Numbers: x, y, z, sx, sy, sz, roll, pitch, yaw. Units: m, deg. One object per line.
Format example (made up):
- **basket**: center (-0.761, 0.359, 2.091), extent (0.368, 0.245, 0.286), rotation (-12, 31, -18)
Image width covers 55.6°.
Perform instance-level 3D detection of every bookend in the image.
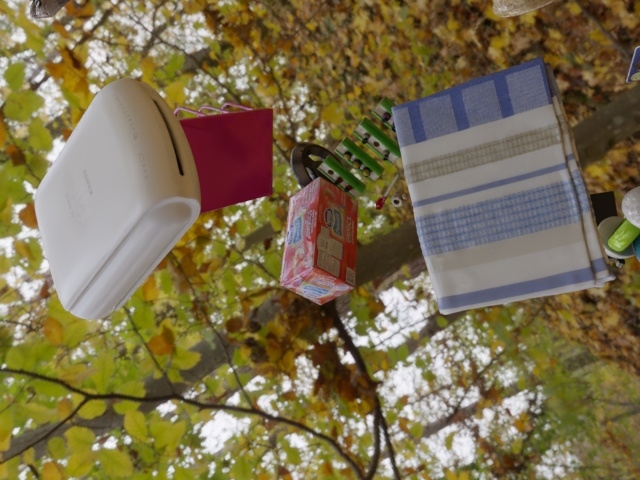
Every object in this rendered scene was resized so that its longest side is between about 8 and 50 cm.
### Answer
- **bookend**: center (0.557, -0.013, 1.304), extent (0.072, 0.156, 0.157), rotation (21, -118, -66)

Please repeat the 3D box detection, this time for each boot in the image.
- **boot**: center (-0.472, -0.443, 1.065), extent (0.042, 0.087, 0.118), rotation (46, -143, -54)

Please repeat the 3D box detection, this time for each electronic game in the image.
- **electronic game**: center (0.004, -0.193, 1.791), extent (0.229, 0.048, 0.229), rotation (27, -136, -30)

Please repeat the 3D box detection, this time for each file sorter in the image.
- **file sorter**: center (-0.272, -0.191, 1.348), extent (0.182, 0.202, 0.290), rotation (21, -151, 39)

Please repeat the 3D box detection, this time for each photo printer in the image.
- **photo printer**: center (-0.305, -0.068, 0.908), extent (0.107, 0.307, 0.256), rotation (7, -132, -49)

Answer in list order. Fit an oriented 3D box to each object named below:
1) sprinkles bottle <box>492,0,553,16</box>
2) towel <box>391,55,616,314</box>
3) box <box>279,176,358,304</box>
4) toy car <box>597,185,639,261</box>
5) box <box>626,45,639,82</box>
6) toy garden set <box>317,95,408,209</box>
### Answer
- **sprinkles bottle**: center (0.309, -0.564, 1.005), extent (0.121, 0.121, 0.355), rotation (-82, -28, -59)
- **towel**: center (0.215, -0.061, 0.748), extent (0.034, 0.209, 0.285), rotation (4, -108, -70)
- **box**: center (0.000, 0.000, 1.405), extent (0.128, 0.122, 0.257), rotation (29, -132, -31)
- **toy car**: center (0.546, -0.028, 0.965), extent (0.136, 0.182, 0.159), rotation (48, 162, 20)
- **box**: center (0.680, -0.349, 1.093), extent (0.136, 0.225, 0.037), rotation (38, -133, -66)
- **toy garden set**: center (0.130, -0.145, 1.254), extent (0.204, 0.244, 0.049), rotation (39, -134, -9)
